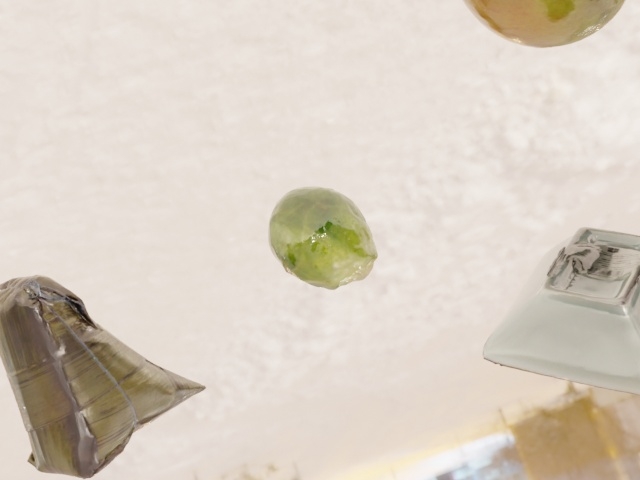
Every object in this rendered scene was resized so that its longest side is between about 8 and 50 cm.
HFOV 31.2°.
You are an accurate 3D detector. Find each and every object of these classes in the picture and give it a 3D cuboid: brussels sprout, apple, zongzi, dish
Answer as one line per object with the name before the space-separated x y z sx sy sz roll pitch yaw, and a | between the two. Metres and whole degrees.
brussels sprout | 0.003 -0.005 1.763 0.144 0.161 0.180 -52 148 10
apple | 0.248 -0.348 1.272 0.194 0.261 0.261 5 -177 34
zongzi | -0.310 0.160 1.649 0.138 0.286 0.300 -10 -171 46
dish | 0.285 0.053 1.165 0.182 0.080 0.243 10 -153 24
